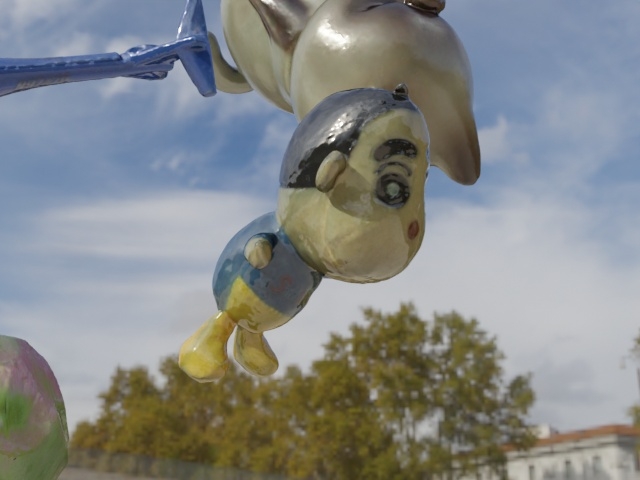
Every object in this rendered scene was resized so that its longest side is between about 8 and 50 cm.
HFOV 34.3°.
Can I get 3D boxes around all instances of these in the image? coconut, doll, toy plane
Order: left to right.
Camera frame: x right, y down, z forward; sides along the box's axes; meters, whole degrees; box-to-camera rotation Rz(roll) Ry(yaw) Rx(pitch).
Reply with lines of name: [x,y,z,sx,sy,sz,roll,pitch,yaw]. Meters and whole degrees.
toy plane: [-0.119,-0.051,0.336,0.167,0.054,0.062,-9,-10,-16]
coconut: [-0.128,0.070,0.365,0.083,0.081,0.082,-45,-36,7]
doll: [0.000,0.000,0.526,0.089,0.179,0.102,37,16,30]
doll: [0.026,-0.215,1.165,0.215,0.226,0.370,12,17,-40]
